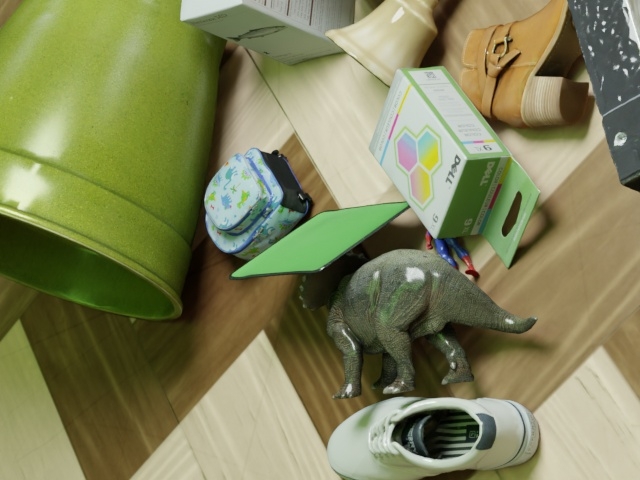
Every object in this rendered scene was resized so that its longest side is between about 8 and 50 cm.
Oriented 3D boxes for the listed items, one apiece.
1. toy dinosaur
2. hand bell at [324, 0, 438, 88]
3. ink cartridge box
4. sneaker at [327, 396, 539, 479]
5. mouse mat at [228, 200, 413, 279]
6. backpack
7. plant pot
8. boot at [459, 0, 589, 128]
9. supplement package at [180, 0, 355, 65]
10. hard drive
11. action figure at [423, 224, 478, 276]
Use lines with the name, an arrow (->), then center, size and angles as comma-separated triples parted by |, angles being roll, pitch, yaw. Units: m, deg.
toy dinosaur -> 0.077, 0.073, 1.801 | 0.313, 0.121, 0.160 | -11, 87, 52
hand bell -> 0.127, -0.277, 1.904 | 0.242, 0.126, 0.126 | -51, 47, 5
ink cartridge box -> 0.134, -0.074, 1.818 | 0.209, 0.062, 0.109 | 57, 141, 38
sneaker -> 0.093, 0.194, 1.780 | 0.258, 0.091, 0.094 | -16, 67, 41
mouse mat -> 0.000, 0.000, 1.894 | 0.189, 0.152, 0.007 | -7, 114, 57
backpack -> -0.083, -0.039, 2.033 | 0.114, 0.084, 0.105 | -52, 45, 23
plant pot -> -0.278, -0.137, 2.099 | 0.366, 0.366, 0.353 | 4, 69, 45
boot -> 0.215, -0.213, 1.805 | 0.152, 0.073, 0.197 | 11, 83, 50
supplement package -> -0.057, -0.280, 2.013 | 0.105, 0.179, 0.105 | -7, 72, 44
hard drive -> 0.313, -0.179, 1.578 | 0.064, 0.237, 0.339 | -31, 56, 33
action figure -> 0.129, -0.004, 1.854 | 0.038, 0.030, 0.115 | -48, 47, 30
